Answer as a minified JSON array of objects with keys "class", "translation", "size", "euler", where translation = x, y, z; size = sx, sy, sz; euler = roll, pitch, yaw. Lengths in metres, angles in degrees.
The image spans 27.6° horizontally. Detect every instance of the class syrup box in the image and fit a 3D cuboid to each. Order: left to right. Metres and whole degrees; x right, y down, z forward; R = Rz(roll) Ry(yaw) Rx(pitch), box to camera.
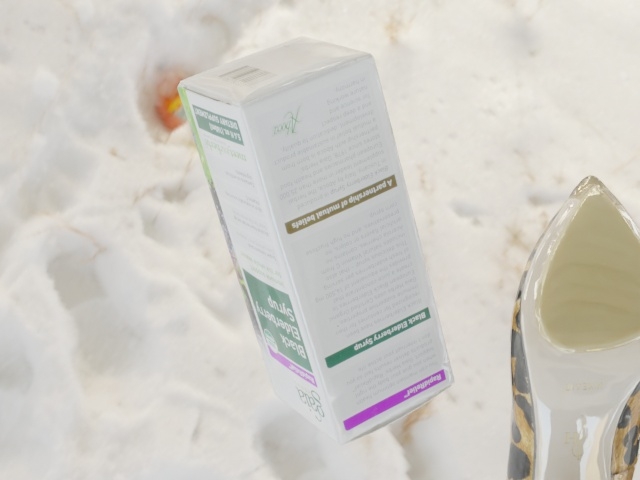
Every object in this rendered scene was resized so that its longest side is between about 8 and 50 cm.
[{"class":"syrup box","translation":[0.000,0.000,0.824],"size":[0.096,0.093,0.237],"euler":[-24,115,-21]}]

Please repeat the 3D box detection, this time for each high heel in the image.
[{"class":"high heel","translation":[0.143,0.107,0.772],"size":[0.093,0.186,0.261],"euler":[7,57,-1]}]
